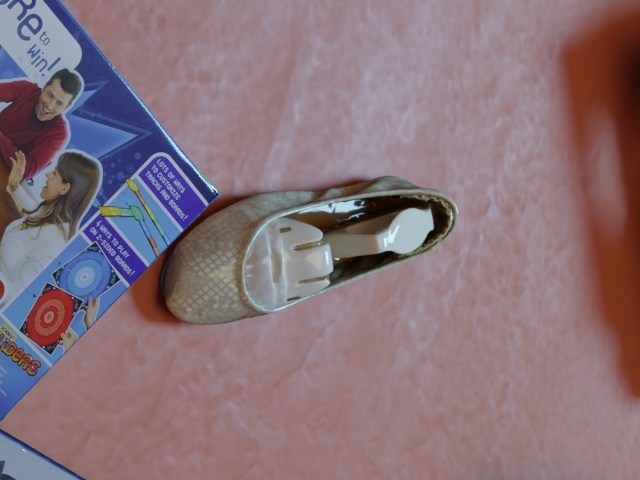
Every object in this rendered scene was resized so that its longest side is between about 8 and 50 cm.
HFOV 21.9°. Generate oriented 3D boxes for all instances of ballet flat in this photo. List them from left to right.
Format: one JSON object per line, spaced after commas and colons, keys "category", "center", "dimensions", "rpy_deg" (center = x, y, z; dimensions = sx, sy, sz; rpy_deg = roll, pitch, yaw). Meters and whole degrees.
{"category": "ballet flat", "center": [0.000, 0.000, 0.796], "dimensions": [0.168, 0.052, 0.057], "rpy_deg": [-21, 109, -39]}

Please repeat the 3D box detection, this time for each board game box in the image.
{"category": "board game box", "center": [-0.146, -0.042, 0.648], "dimensions": [0.136, 0.035, 0.201], "rpy_deg": [-46, 124, -13]}

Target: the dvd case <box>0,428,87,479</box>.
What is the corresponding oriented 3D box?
{"category": "dvd case", "center": [-0.190, 0.142, 0.650], "dimensions": [0.238, 0.029, 0.179], "rpy_deg": [39, 68, -38]}
